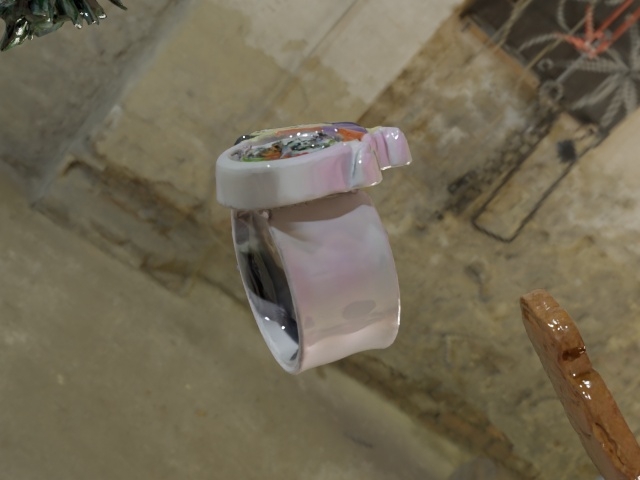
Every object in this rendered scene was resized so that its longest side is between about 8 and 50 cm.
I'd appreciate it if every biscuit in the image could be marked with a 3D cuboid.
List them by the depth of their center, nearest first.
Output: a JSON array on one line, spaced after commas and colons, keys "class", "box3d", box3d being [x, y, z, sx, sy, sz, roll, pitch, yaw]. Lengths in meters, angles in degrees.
[{"class": "biscuit", "box3d": [0.144, 0.087, 0.531, 0.130, 0.019, 0.102, 63, 3, 1]}]

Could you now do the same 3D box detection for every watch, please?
[{"class": "watch", "box3d": [0.000, 0.000, 0.974, 0.244, 0.196, 0.231, -149, -136, -67]}]

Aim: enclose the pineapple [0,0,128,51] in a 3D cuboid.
[{"class": "pineapple", "box3d": [-0.206, -0.237, 0.628, 0.103, 0.083, 0.221, -19, 96, -22]}]
